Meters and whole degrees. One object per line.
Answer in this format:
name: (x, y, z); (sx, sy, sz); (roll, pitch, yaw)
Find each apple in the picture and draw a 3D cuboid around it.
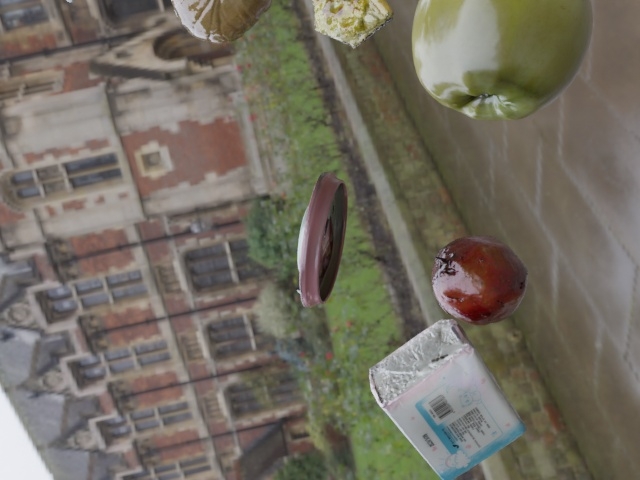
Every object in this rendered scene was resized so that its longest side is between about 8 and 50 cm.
apple: (0.266, -0.309, 1.303); (0.262, 0.262, 0.263); (168, 90, -88)

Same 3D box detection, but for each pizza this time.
pizza: (0.038, -0.352, 1.339); (0.160, 0.035, 0.099); (35, 113, 32)

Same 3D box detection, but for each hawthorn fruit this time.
hawthorn fruit: (0.276, 0.068, 1.640); (0.235, 0.181, 0.181); (17, -131, -42)

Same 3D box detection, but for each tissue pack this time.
tissue pack: (0.235, 0.299, 1.623); (0.271, 0.201, 0.124); (54, 180, -34)

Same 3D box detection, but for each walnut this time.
walnut: (-0.203, -0.506, 1.751); (0.228, 0.227, 0.228); (168, 90, -88)

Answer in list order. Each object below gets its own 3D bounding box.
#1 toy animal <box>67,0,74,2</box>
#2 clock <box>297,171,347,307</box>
toy animal: (-0.572, -0.484, 1.535); (0.282, 0.138, 0.141); (42, -150, -18)
clock: (-0.001, 0.000, 1.551); (0.244, 0.056, 0.245); (10, -90, -79)
